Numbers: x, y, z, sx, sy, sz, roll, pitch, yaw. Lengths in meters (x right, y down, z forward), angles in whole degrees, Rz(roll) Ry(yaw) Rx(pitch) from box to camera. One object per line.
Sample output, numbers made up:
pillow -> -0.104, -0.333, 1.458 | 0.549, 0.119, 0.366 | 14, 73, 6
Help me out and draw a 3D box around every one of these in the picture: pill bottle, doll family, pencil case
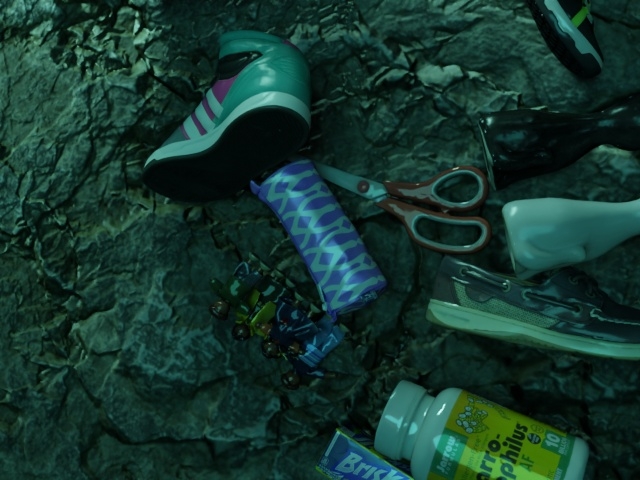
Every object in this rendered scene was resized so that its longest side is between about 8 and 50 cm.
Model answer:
pill bottle -> 0.171, 0.231, 0.774 | 0.208, 0.117, 0.117 | 20, 92, 20
doll family -> -0.056, 0.107, 0.890 | 0.193, 0.076, 0.111 | 39, 94, 15
pencil case -> 0.000, 0.000, 0.869 | 0.088, 0.086, 0.206 | -27, 74, -12

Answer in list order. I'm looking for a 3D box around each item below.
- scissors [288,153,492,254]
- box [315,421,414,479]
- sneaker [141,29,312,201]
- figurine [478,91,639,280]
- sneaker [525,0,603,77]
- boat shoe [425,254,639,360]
scissors -> 0.068, -0.052, 0.886 | 0.297, 0.021, 0.109 | 9, 88, 19
box -> 0.083, 0.285, 0.834 | 0.169, 0.054, 0.059 | 29, 95, 20
sneaker -> -0.117, -0.170, 0.912 | 0.296, 0.124, 0.178 | -20, 50, 41
figurine -> 0.289, -0.066, 0.741 | 0.210, 0.092, 0.214 | -13, 50, 12
sneaker -> 0.277, -0.299, 0.801 | 0.097, 0.084, 0.234 | -27, 77, 14
boat shoe -> 0.257, 0.069, 0.768 | 0.285, 0.103, 0.092 | 6, 92, 26
